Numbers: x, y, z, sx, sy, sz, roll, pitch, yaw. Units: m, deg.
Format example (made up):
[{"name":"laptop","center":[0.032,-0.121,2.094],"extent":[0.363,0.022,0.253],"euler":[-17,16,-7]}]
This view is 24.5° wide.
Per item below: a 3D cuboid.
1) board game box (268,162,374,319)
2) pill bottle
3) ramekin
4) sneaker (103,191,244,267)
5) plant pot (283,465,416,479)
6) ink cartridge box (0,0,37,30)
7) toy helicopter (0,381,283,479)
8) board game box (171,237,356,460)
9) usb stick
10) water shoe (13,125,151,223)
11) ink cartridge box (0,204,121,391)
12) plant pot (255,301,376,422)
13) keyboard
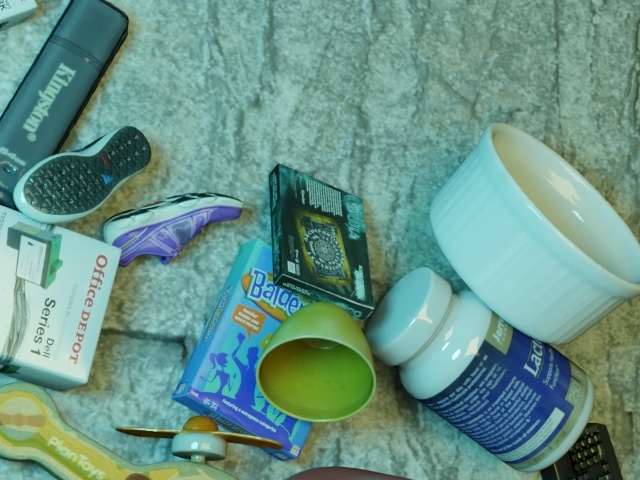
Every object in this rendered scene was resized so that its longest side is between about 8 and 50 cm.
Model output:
[{"name":"board game box","center":[0.000,0.000,1.746],"extent":[0.126,0.026,0.186],"euler":[23,40,-24]},{"name":"pill bottle","center":[0.191,0.155,1.797],"extent":[0.265,0.153,0.153],"euler":[36,64,-18]},{"name":"ramekin","center":[0.264,-0.002,1.815],"extent":[0.277,0.135,0.277],"euler":[36,23,-18]},{"name":"sneaker","center":[-0.167,-0.013,1.694],"extent":[0.170,0.068,0.071],"euler":[-17,103,-23]},{"name":"plant pot","center":[0.076,0.377,1.633],"extent":[0.275,0.243,0.275],"euler":[7,75,-28]},{"name":"ink cartridge box","center":[-0.394,-0.271,1.613],"extent":[0.135,0.056,0.099],"euler":[-27,92,-30]},{"name":"toy helicopter","center":[-0.198,0.256,1.573],"extent":[0.355,0.140,0.235],"euler":[36,68,-8]},{"name":"board game box","center":[-0.059,0.127,1.722],"extent":[0.160,0.047,0.210],"euler":[32,65,-20]},{"name":"usb stick","center":[-0.302,-0.158,1.648],"extent":[0.077,0.045,0.278],"euler":[35,65,-20]},{"name":"water shoe","center":[-0.265,-0.060,1.606],"extent":[0.203,0.080,0.073],"euler":[-33,94,-49]},{"name":"ink cartridge box","center":[-0.337,0.052,1.555],"extent":[0.219,0.092,0.160],"euler":[20,71,-24]},{"name":"plant pot","center":[-0.001,0.125,1.665],"extent":[0.134,0.134,0.095],"euler":[33,35,-20]},{"name":"keyboard","center":[0.340,0.402,1.900],"extent":[0.201,0.033,0.317],"euler":[-15,86,-31]}]
